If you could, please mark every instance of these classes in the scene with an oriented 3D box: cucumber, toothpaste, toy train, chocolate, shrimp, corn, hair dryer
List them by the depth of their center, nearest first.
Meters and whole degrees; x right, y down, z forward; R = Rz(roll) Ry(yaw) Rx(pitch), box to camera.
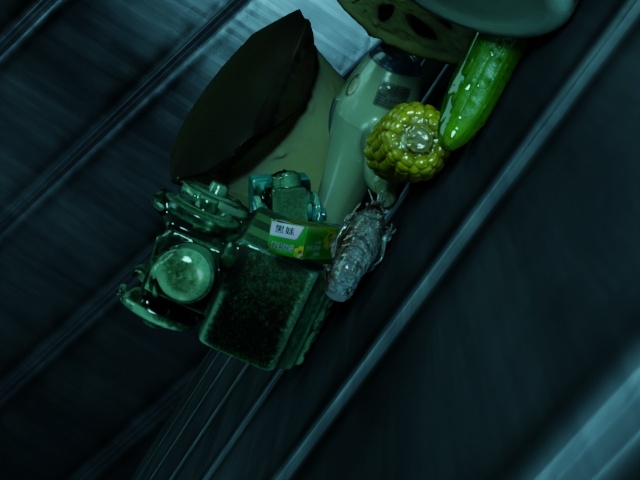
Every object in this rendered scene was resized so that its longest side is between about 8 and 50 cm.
[{"bbox_3d":[0.169,-0.187,0.951,0.250,0.056,0.056,-62,5,-10],"label":"cucumber"},{"bbox_3d":[0.044,-0.001,1.060,0.165,0.056,0.065,-57,-8,-52],"label":"shrimp"},{"bbox_3d":[0.088,-0.096,1.079,0.080,0.080,0.231,-59,3,-3],"label":"corn"},{"bbox_3d":[0.000,0.000,1.095,0.178,0.043,0.037,2,-83,-67],"label":"toothpaste"},{"bbox_3d":[-0.101,0.039,1.200,0.299,0.238,0.167,-77,12,-79],"label":"toy train"},{"bbox_3d":[0.047,-0.079,1.384,0.296,0.118,0.298,117,167,-48],"label":"hair dryer"},{"bbox_3d":[-0.052,-0.008,1.424,0.154,0.107,0.198,-126,34,-72],"label":"toy train"},{"bbox_3d":[-0.047,-0.167,1.711,0.326,0.297,0.314,-18,45,56],"label":"chocolate"}]

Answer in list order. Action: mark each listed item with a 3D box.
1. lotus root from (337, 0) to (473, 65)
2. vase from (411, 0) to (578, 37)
[{"bbox_3d":[0.164,-0.379,1.102,0.346,0.250,0.250,-61,5,-15],"label":"lotus root"},{"bbox_3d":[0.180,-0.333,0.866,0.245,0.245,0.291,146,145,-79],"label":"vase"}]
